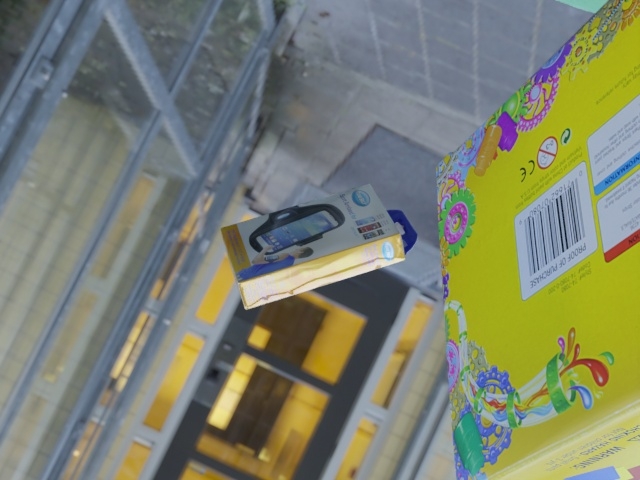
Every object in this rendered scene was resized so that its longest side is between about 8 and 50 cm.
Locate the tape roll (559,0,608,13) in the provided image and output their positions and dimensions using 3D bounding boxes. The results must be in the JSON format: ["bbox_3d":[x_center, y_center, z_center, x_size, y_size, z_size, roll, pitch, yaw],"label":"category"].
[{"bbox_3d":[0.148,-0.297,0.811,0.321,0.077,0.321,35,-179,-1],"label":"tape roll"}]

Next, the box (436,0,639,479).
[{"bbox_3d":[0.243,0.001,0.429,0.279,0.177,0.290,14,146,-22],"label":"box"}]

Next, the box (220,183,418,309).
[{"bbox_3d":[0.000,0.000,0.775,0.081,0.136,0.028,-116,9,-57],"label":"box"}]
